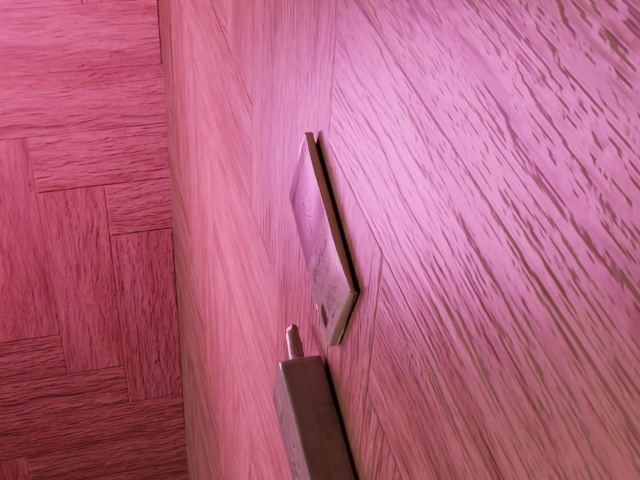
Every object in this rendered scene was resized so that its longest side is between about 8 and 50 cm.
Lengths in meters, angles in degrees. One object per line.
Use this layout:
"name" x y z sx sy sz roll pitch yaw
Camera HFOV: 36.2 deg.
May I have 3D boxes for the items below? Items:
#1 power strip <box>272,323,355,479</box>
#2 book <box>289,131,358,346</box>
"power strip" -0.005 0.219 1.031 0.093 0.053 0.288 102 155 -56
"book" 0.000 0.000 0.965 0.127 0.014 0.182 106 153 -60
